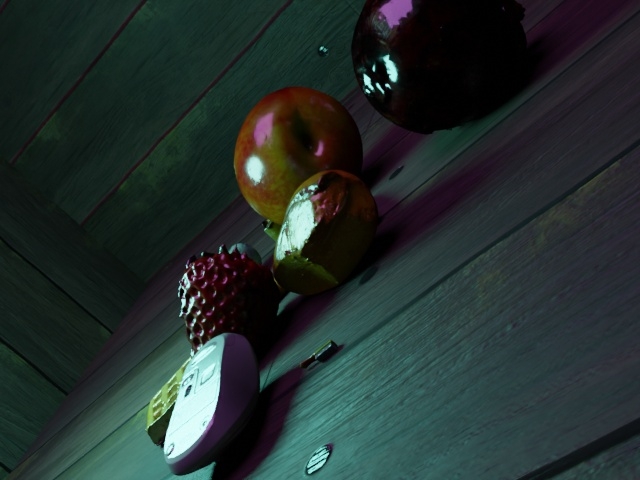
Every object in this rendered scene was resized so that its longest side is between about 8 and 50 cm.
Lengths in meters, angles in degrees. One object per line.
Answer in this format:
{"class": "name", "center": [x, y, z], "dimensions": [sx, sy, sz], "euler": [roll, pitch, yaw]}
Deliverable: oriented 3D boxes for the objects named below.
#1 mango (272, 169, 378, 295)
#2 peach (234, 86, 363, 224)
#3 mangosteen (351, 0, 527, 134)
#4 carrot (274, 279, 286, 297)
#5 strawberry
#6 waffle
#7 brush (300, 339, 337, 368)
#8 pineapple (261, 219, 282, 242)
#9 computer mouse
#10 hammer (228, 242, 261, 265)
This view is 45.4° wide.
{"class": "mango", "center": [0.000, 0.000, 1.611], "dimensions": [0.199, 0.201, 0.350], "euler": [-33, -15, -36]}
{"class": "peach", "center": [-0.065, -0.219, 2.112], "dimensions": [0.388, 0.388, 0.388], "euler": [-43, 13, 12]}
{"class": "mangosteen", "center": [0.261, -0.443, 1.739], "dimensions": [0.381, 0.381, 0.421], "euler": [-33, 8, 46]}
{"class": "carrot", "center": [-0.087, 0.097, 1.875], "dimensions": [0.271, 0.066, 0.062], "euler": [-47, -31, 8]}
{"class": "strawberry", "center": [-0.192, 0.149, 1.649], "dimensions": [0.150, 0.253, 0.280], "euler": [-12, 35, 40]}
{"class": "waffle", "center": [-0.319, 0.350, 1.825], "dimensions": [0.248, 0.055, 0.221], "euler": [-47, 13, -3]}
{"class": "brush", "center": [-0.005, 0.205, 1.341], "dimensions": [0.083, 0.019, 0.021], "euler": [-38, 24, 25]}
{"class": "pineapple", "center": [-0.105, -0.075, 2.392], "dimensions": [0.236, 0.114, 0.186], "euler": [-47, 8, 50]}
{"class": "computer mouse", "center": [-0.187, 0.306, 1.403], "dimensions": [0.184, 0.121, 0.297], "euler": [-39, 28, 21]}
{"class": "hammer", "center": [-0.307, 0.162, 2.288], "dimensions": [0.335, 0.119, 0.206], "euler": [-46, 10, 34]}
